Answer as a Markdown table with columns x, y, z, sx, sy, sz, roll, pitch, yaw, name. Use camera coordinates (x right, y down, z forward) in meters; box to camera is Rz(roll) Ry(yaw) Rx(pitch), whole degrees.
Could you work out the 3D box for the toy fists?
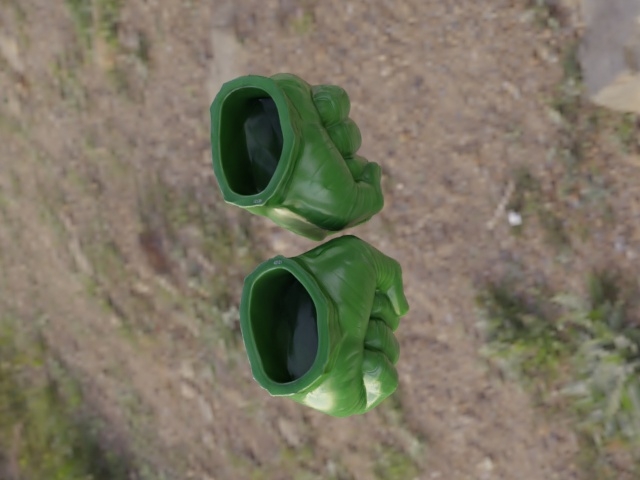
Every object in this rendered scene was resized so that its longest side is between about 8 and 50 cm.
| x | y | z | sx | sy | sz | roll | pitch | yaw | name |
| --- | --- | --- | --- | --- | --- | --- | --- | --- | --- |
| 0.000 | 0.000 | 1.167 | 0.096 | 0.142 | 0.279 | -18 | 74 | 24 | toy fists |
